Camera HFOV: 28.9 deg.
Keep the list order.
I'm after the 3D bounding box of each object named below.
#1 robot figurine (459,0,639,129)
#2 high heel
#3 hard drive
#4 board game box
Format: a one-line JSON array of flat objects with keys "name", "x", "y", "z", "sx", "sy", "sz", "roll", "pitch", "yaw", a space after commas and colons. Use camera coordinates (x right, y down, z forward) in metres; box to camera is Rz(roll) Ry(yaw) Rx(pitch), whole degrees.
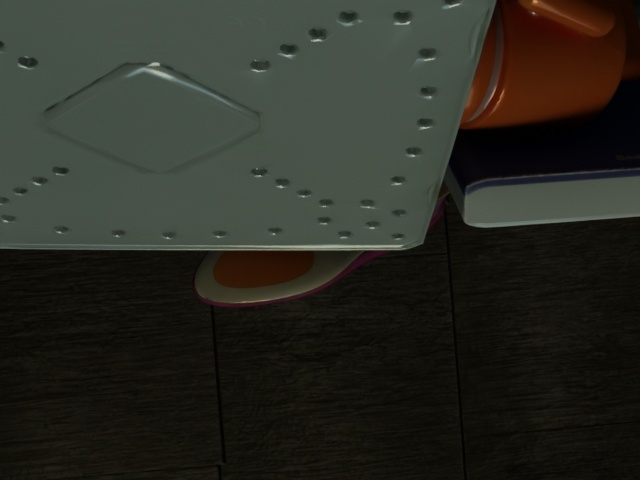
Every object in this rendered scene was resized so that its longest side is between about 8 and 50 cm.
[{"name": "robot figurine", "x": 0.134, "y": -0.145, "z": 0.913, "sx": 0.219, "sy": 0.128, "sz": 0.158, "roll": -4, "pitch": -157, "yaw": -25}, {"name": "high heel", "x": 0.000, "y": 0.000, "z": 1.045, "sx": 0.244, "sy": 0.082, "sz": 0.117, "roll": -31, "pitch": 172, "yaw": -18}, {"name": "hard drive", "x": 0.190, "y": -0.105, "z": 1.039, "sx": 0.210, "sy": 0.040, "sz": 0.318, "roll": -4, "pitch": -153, "yaw": -5}, {"name": "board game box", "x": -0.106, "y": -0.095, "z": 0.793, "sx": 0.390, "sy": 0.050, "sz": 0.390, "roll": 0, "pitch": 156, "yaw": -3}]
